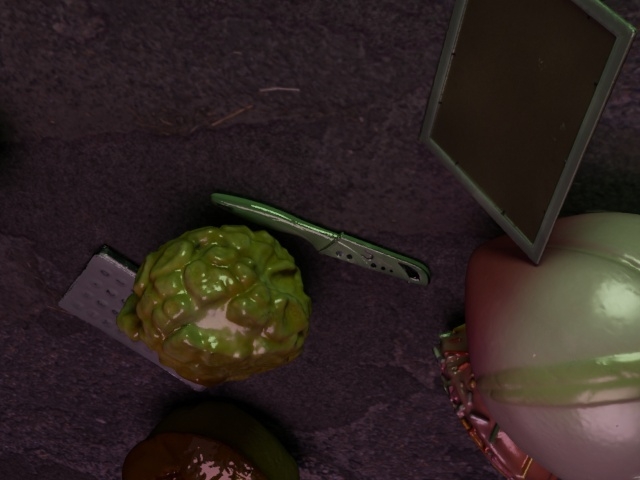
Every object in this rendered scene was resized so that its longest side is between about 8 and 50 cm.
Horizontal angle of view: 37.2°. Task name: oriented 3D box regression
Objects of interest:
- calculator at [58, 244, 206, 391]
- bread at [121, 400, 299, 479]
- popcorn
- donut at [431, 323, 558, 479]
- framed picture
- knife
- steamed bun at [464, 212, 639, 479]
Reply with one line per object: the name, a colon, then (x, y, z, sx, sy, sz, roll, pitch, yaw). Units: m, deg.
calculator: (-0.237, 0.120, 1.366, 0.261, 0.021, 0.161, 35, 133, -14)
bread: (-0.168, 0.379, 1.469, 0.270, 0.148, 0.270, 9, 120, 16)
popcorn: (-0.124, 0.085, 1.178, 0.216, 0.181, 0.235, -28, 149, 27)
donut: (0.238, 0.210, 1.178, 0.085, 0.199, 0.233, -36, 117, 19)
framed picture: (0.183, -0.139, 0.899, 0.017, 0.217, 0.274, -17, 142, -26)
knife: (0.001, -0.001, 1.178, 0.293, 0.020, 0.043, 19, 132, -1)
steamed bun: (0.278, 0.094, 1.004, 0.309, 0.309, 0.309, 9, 133, 10)
